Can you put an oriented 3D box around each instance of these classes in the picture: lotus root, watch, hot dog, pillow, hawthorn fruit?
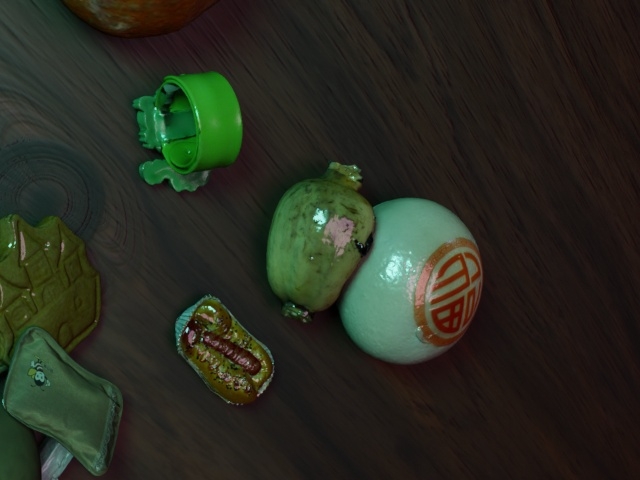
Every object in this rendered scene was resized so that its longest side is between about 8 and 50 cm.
[{"bbox_3d":[0.000,0.000,1.281,0.140,0.154,0.256,7,99,-69],"label":"lotus root"},{"bbox_3d":[-0.165,-0.144,1.142,0.131,0.152,0.165,-13,103,-37],"label":"watch"},{"bbox_3d":[-0.144,0.171,1.267,0.191,0.059,0.108,50,64,-29],"label":"hot dog"},{"bbox_3d":[-0.319,0.204,1.060,0.217,0.033,0.130,56,30,-45],"label":"pillow"},{"bbox_3d":[-0.208,-0.381,0.983,0.276,0.307,0.276,-3,99,-22],"label":"hawthorn fruit"}]

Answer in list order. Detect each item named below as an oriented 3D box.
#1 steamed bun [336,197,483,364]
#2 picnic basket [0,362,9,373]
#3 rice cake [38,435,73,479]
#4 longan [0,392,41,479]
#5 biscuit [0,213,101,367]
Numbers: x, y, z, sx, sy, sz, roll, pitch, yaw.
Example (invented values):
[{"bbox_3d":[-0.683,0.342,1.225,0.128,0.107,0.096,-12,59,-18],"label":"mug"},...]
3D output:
[{"bbox_3d":[0.165,0.073,1.388,0.283,0.177,0.283,-12,108,-42],"label":"steamed bun"},{"bbox_3d":[-0.429,0.070,1.038,0.110,0.055,0.193,1,99,-42],"label":"picnic basket"},{"bbox_3d":[-0.369,0.306,1.127,0.245,0.045,0.042,-58,135,-16],"label":"rice cake"},{"bbox_3d":[-0.431,0.293,0.981,0.215,0.246,0.246,38,74,-21],"label":"longan"},{"bbox_3d":[-0.351,0.060,1.054,0.182,0.034,0.215,-52,140,-45],"label":"biscuit"}]
